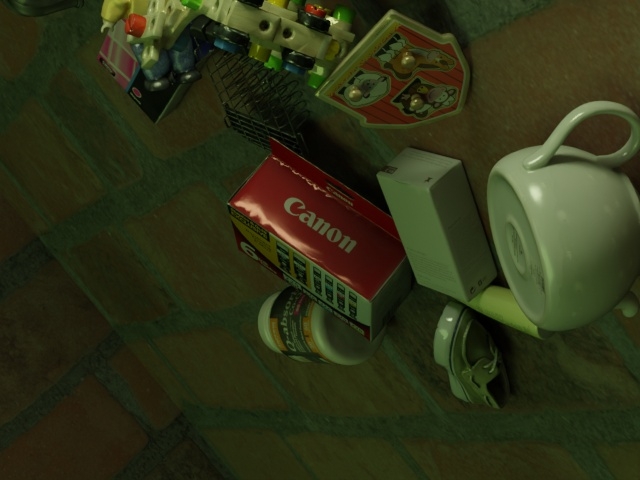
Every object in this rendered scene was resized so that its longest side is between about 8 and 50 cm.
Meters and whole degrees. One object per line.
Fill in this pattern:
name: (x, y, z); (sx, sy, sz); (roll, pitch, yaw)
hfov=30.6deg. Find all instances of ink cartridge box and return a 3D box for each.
ink cartridge box: (-0.301, -0.354, 2.145); (0.176, 0.069, 0.371); (49, 153, -2)
ink cartridge box: (0.000, 0.000, 2.012); (0.309, 0.130, 0.272); (34, 162, 16)

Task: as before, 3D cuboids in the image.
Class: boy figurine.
boy figurine: (-0.286, -0.393, 1.946); (0.092, 0.177, 0.285); (-135, 29, -65)

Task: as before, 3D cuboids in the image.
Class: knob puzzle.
knob puzzle: (0.118, -0.207, 1.580); (0.213, 0.213, 0.030); (82, 180, -51)

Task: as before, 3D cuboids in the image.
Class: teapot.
teapot: (0.332, -0.019, 1.480); (0.256, 0.187, 0.252); (103, 151, -80)

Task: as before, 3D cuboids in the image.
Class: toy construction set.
toy construction set: (-0.093, -0.290, 1.587); (0.215, 0.328, 0.151); (40, 126, 57)

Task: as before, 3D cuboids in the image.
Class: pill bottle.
pill bottle: (-0.005, 0.161, 2.296); (0.162, 0.162, 0.278); (55, 154, -15)

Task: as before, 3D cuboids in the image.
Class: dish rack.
dish rack: (-0.105, -0.257, 1.957); (0.208, 0.074, 0.271); (27, 151, 38)

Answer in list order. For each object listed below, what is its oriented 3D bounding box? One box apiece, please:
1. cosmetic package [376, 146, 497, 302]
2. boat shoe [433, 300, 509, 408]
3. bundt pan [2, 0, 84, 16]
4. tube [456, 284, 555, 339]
cosmetic package: (0.183, -0.024, 1.818); (0.117, 0.085, 0.231); (21, 142, 44)
boat shoe: (0.265, 0.196, 1.993); (0.094, 0.109, 0.302); (16, 157, 25)
bundt pan: (-0.560, -0.545, 2.116); (0.331, 0.124, 0.331); (48, 158, 26)
tube: (0.272, 0.094, 1.872); (0.240, 0.062, 0.070); (19, 138, 47)
